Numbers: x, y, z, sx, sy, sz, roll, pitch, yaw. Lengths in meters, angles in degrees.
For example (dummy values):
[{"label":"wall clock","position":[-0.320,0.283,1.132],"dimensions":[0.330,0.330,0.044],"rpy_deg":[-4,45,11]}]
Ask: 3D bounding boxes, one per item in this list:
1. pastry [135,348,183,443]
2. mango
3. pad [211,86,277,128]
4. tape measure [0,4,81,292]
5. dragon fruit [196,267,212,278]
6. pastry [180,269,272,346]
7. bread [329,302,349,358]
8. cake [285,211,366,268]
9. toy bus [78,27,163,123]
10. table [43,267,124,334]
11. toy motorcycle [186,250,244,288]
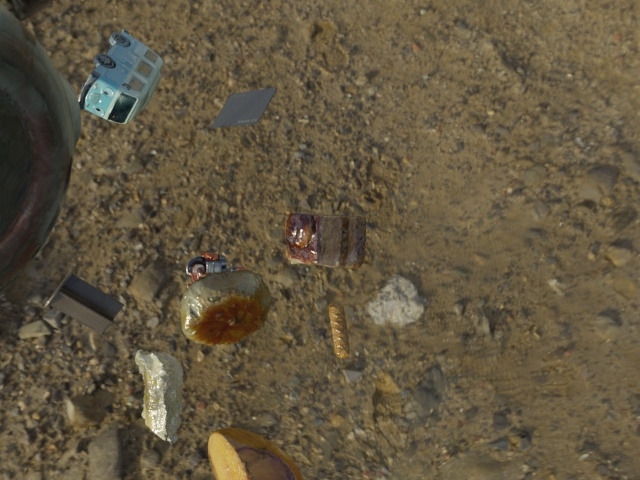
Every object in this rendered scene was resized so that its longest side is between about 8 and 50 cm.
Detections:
[{"label":"pastry","position":[-0.413,0.388,1.262],"dimensions":[0.121,0.258,0.089],"rpy_deg":[13,21,22]},{"label":"mango","position":[-0.211,0.704,1.502],"dimensions":[0.350,0.199,0.201],"rpy_deg":[29,70,30]},{"label":"pad","position":[-0.176,-0.302,1.115],"dimensions":[0.157,0.003,0.112],"rpy_deg":[5,61,37]},{"label":"tape measure","position":[-0.305,-0.071,0.344],"dimensions":[0.147,0.256,0.275],"rpy_deg":[18,75,10]},{"label":"dragon fruit","position":[-0.349,0.136,1.586],"dimensions":[0.094,0.094,0.190],"rpy_deg":[-32,36,-8]},{"label":"pastry","position":[-0.199,0.144,1.042],"dimensions":[0.192,0.182,0.093],"rpy_deg":[-1,40,-27]},{"label":"bread","position":[0.053,0.250,1.364],"dimensions":[0.044,0.052,0.157],"rpy_deg":[-3,66,-12]},{"label":"cake","position":[0.000,0.000,1.703],"dimensions":[0.196,0.293,0.198],"rpy_deg":[10,96,48]},{"label":"toy bus","position":[-0.545,-0.443,1.356],"dimensions":[0.133,0.165,0.271],"rpy_deg":[-41,31,36]},{"label":"table","position":[-0.850,0.231,1.781],"dimensions":[0.227,0.167,0.167],"rpy_deg":[39,68,-21]},{"label":"toy motorcycle","position":[-0.404,0.200,1.891],"dimensions":[0.221,0.325,0.148],"rpy_deg":[-2,15,-20]}]
